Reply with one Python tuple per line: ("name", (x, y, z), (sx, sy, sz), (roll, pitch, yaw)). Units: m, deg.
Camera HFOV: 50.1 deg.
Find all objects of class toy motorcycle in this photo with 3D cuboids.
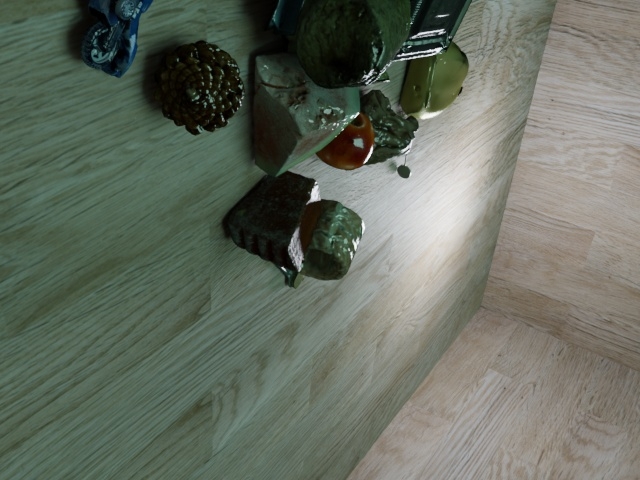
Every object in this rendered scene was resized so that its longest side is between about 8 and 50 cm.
("toy motorcycle", (-0.292, -0.373, 1.042), (0.254, 0.092, 0.135), (-65, 165, 15))

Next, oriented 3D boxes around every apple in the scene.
("apple", (0.061, -0.261, 1.730), (0.163, 0.163, 0.139), (-38, 156, -46))

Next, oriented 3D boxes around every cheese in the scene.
("cheese", (0.375, -0.520, 2.181), (0.316, 0.128, 0.259), (-22, 137, -48))

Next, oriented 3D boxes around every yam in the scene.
("yam", (0.077, -0.430, 1.402), (0.300, 0.195, 0.195), (-59, 158, -54))

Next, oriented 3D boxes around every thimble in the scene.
("thimble", (0.002, 0.003, 1.739), (0.196, 0.229, 0.148), (33, 64, -28))

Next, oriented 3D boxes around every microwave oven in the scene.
("microwave oven", (0.242, -0.591, 1.619), (0.237, 0.181, 0.295), (-18, 152, -30))

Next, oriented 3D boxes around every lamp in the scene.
("lamp", (0.288, -0.297, 2.264), (0.056, 0.050, 0.198), (-44, 146, -43))

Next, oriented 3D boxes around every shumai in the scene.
("shumai", (0.165, -0.286, 1.875), (0.218, 0.185, 0.184), (-56, 152, -23))

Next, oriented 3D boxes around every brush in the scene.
("brush", (-0.101, 0.064, 1.822), (0.062, 0.027, 0.266), (-66, 154, -14))

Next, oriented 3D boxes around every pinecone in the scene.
("pinecone", (-0.211, -0.276, 1.210), (0.173, 0.173, 0.174), (-43, 145, -41))

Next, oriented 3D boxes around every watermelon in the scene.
("watermelon", (-0.050, -0.292, 1.495), (0.310, 0.193, 0.232), (-36, 169, 5))

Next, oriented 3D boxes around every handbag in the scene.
("handbag", (-0.053, -0.516, 1.353), (0.144, 0.057, 0.221), (-138, -115, -72))

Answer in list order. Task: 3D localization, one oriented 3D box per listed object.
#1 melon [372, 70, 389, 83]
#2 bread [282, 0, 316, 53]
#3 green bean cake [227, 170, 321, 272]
("melon", (0.074, -0.448, 1.717), (0.202, 0.093, 0.139), (-1, 84, -33))
("bread", (-0.018, -0.489, 1.519), (0.207, 0.056, 0.286), (-38, 140, -49))
("green bean cake", (-0.082, -0.051, 1.578), (0.233, 0.198, 0.097), (-53, 153, -36))
